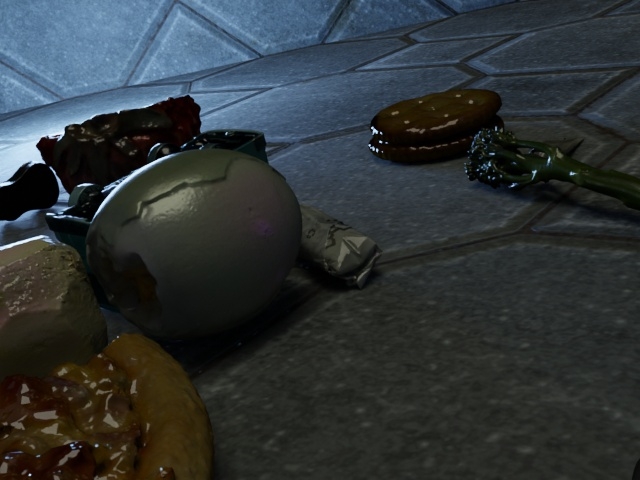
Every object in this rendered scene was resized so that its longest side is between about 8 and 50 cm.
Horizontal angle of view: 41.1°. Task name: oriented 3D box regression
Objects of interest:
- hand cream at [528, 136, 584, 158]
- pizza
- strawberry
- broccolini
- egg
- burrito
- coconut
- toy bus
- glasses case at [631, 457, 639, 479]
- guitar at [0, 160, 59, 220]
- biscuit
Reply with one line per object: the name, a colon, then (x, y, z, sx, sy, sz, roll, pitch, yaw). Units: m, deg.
hand cream: (0.319, -0.125, 1.173, 0.057, 0.037, 0.165, -1, 15, 28)
pizza: (-0.205, 0.176, 0.540, 0.277, 0.114, 0.409, 0, 20, 17)
strawberry: (-0.311, -0.144, 1.438, 0.265, 0.149, 0.336, -17, 9, 6)
broccolini: (0.309, -0.061, 0.979, 0.074, 0.079, 0.392, -10, 24, -28)
egg: (-0.111, -0.005, 0.849, 0.183, 0.183, 0.217, 10, 38, 46)
burrito: (0.001, -0.001, 0.965, 0.064, 0.064, 0.203, -20, 22, -20)
coconut: (-0.291, 0.076, 0.805, 0.152, 0.147, 0.147, -18, 20, -25)
toy bus: (-0.173, -0.030, 1.012, 0.128, 0.147, 0.256, 8, 33, 42)
glasses case: (0.177, 0.174, 0.416, 0.072, 0.042, 0.190, 7, 26, 26)
guitar: (-0.555, -0.045, 1.403, 0.271, 0.084, 0.038, -34, 30, -33)
biscuit: (0.181, -0.183, 1.347, 0.220, 0.066, 0.220, -11, 20, 4)
